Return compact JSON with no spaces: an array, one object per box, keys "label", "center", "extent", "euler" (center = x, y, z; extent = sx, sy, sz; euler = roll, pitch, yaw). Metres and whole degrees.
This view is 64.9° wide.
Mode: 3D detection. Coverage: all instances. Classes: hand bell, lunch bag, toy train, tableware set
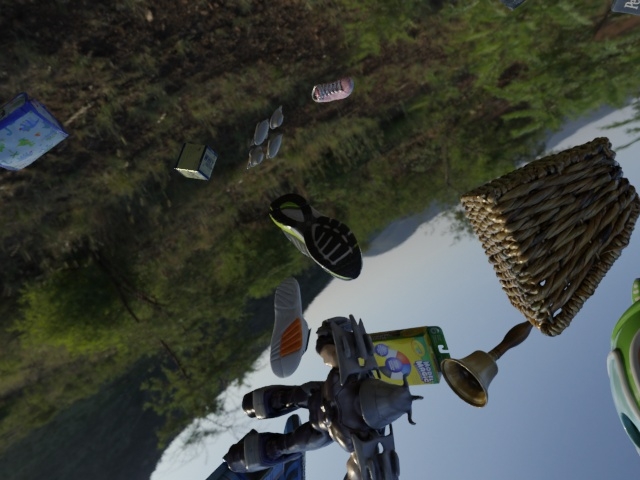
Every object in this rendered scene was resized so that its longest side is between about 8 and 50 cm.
[{"label":"hand bell","center":[0.400,0.251,1.137],"extent":[0.242,0.126,0.126],"euler":[-32,180,-24]},{"label":"lunch bag","center":[-0.567,-0.203,0.941],"extent":[0.129,0.096,0.151],"euler":[-40,-168,-6]},{"label":"toy train","center":[-0.126,0.354,0.691],"extent":[0.184,0.080,0.105],"euler":[-36,141,-39]},{"label":"tableware set","center":[-0.135,-0.256,1.270],"extent":[0.168,0.020,0.141],"euler":[-49,161,-49]}]

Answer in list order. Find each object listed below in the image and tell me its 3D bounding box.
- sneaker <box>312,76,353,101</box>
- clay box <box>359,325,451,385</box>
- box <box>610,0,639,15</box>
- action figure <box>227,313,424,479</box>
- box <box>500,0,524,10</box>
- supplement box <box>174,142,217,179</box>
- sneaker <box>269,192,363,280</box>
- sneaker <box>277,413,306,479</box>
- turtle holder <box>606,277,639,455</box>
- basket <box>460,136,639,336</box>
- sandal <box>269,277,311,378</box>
[{"label":"sneaker","center":[0.028,-0.410,1.379],"extent":[0.070,0.051,0.134],"euler":[-13,-175,-36]},{"label":"clay box","center":[0.189,0.276,1.184],"extent":[0.222,0.127,0.053],"euler":[-14,-166,29]},{"label":"box","center":[0.583,-0.390,0.538],"extent":[0.212,0.396,0.293],"euler":[-68,158,-3]},{"label":"action figure","center":[0.005,0.179,0.531],"extent":[0.099,0.185,0.285],"euler":[14,151,-32]},{"label":"box","center":[0.304,-0.453,0.708],"extent":[0.078,0.147,0.180],"euler":[5,151,-43]},{"label":"supplement box","center":[-0.349,-0.222,1.419],"extent":[0.083,0.083,0.056],"euler":[10,164,23]},{"label":"sneaker","center":[0.000,0.000,1.195],"extent":[0.111,0.300,0.121],"euler":[-39,142,-9]},{"label":"sneaker","center":[-0.066,0.420,0.900],"extent":[0.082,0.209,0.069],"euler":[-2,170,6]},{"label":"turtle holder","center":[0.497,0.220,0.654],"extent":[0.227,0.243,0.320],"euler":[-52,150,-40]},{"label":"basket","center":[0.371,-0.017,0.786],"extent":[0.214,0.223,0.299],"euler":[-25,179,10]},{"label":"sandal","center":[-0.067,0.226,1.308],"extent":[0.102,0.265,0.076],"euler":[-17,147,31]}]
